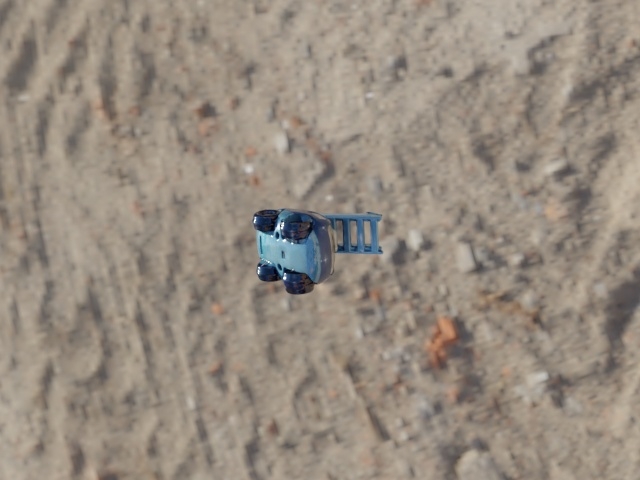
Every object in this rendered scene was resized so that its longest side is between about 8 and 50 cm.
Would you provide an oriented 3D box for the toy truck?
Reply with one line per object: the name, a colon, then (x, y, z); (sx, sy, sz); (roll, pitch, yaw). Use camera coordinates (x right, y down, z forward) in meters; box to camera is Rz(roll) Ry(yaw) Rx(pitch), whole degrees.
toy truck: (0.000, 0.000, 1.157); (0.073, 0.090, 0.056); (21, 120, 52)
